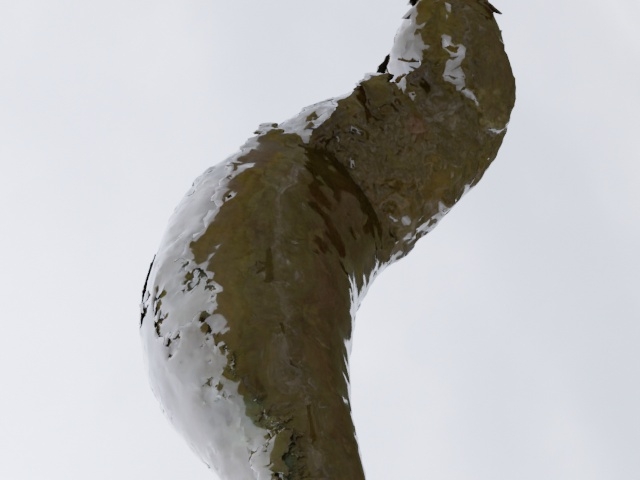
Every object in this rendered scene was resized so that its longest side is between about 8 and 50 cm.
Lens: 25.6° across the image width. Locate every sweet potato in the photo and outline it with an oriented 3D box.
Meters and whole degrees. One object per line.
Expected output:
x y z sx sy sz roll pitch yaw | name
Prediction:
-0.002 -0.001 0.559 0.098 0.124 0.310 55 -140 -30 | sweet potato
